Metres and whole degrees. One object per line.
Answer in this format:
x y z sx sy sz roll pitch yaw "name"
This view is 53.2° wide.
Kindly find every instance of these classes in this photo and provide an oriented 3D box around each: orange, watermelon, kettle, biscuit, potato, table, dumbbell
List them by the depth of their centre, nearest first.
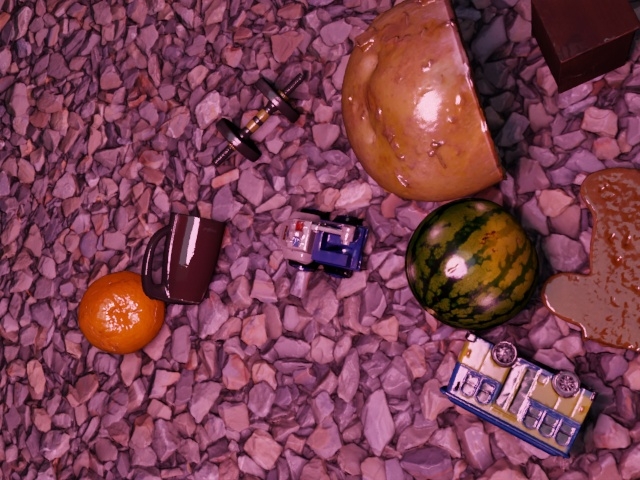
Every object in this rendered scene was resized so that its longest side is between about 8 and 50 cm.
0.677 0.045 1.359 0.368 0.076 0.394 10 83 20 "biscuit"
0.318 0.049 1.362 0.285 0.285 0.285 -3 81 18 "watermelon"
0.574 -0.459 1.400 0.172 0.193 0.169 -22 75 14 "table"
0.199 -0.290 1.401 0.319 0.385 0.442 -20 62 18 "potato"
-0.354 0.050 1.647 0.144 0.202 0.232 6 84 46 "kettle"
-0.162 -0.311 1.656 0.325 0.143 0.143 -44 71 8 "dumbbell"
-0.519 0.189 1.675 0.219 0.193 0.219 10 63 -20 "orange"

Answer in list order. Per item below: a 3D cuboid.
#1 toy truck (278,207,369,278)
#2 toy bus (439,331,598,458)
0.000 0.000 1.538 0.213 0.177 0.161 11 87 19 "toy truck"
0.420 0.320 1.368 0.287 0.138 0.175 25 90 20 "toy bus"
